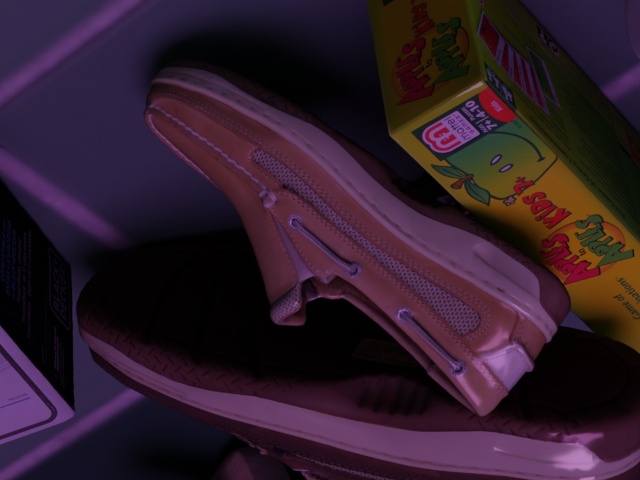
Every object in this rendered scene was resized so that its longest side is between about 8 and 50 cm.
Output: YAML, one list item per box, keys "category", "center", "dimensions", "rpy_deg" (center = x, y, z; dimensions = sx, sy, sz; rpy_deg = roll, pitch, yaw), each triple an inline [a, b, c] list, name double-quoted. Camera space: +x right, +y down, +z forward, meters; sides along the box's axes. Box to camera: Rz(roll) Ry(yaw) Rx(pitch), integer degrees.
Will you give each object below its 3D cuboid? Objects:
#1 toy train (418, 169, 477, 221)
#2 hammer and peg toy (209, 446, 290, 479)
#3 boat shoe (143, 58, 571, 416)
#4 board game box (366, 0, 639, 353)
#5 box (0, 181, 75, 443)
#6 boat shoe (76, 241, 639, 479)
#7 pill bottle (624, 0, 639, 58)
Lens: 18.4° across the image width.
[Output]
- category: "toy train"
  center: [0.017, 0.014, 0.881]
  dimensions: [0.158, 0.027, 0.036]
  rpy_deg: [-36, 133, 28]
- category: "hammer and peg toy"
  center: [-0.015, 0.244, 0.951]
  dimensions: [0.127, 0.266, 0.361]
  rpy_deg: [-1, 141, -35]
- category: "boat shoe"
  center: [0.000, 0.000, 0.764]
  dimensions: [0.072, 0.190, 0.068]
  rpy_deg: [-55, 162, -8]
- category: "board game box"
  center: [0.090, -0.034, 0.792]
  dimensions: [0.043, 0.092, 0.181]
  rpy_deg: [-29, 133, 23]
- category: "box"
  center: [-0.235, -0.016, 0.770]
  dimensions: [0.169, 0.087, 0.290]
  rpy_deg: [-19, 136, 12]
- category: "boat shoe"
  center: [0.012, 0.076, 0.829]
  dimensions: [0.257, 0.095, 0.095]
  rpy_deg: [15, 129, 27]
- category: "pill bottle"
  center: [0.212, -0.081, 0.749]
  dimensions: [0.180, 0.108, 0.108]
  rpy_deg: [15, 132, -22]
